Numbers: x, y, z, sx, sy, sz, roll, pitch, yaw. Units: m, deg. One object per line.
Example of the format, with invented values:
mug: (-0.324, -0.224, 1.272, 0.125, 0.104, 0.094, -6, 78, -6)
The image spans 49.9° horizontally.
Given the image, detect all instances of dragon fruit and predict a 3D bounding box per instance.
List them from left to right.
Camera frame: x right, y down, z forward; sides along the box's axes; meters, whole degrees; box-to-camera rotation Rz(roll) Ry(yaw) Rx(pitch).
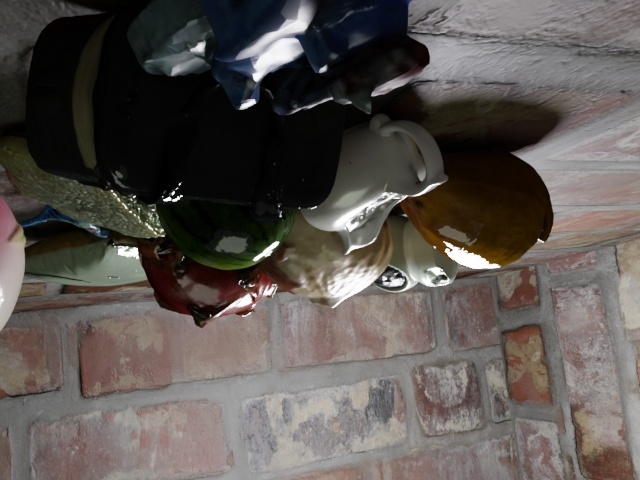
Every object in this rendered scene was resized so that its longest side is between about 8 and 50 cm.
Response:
dragon fruit: (-0.214, 0.040, 1.315, 0.250, 0.250, 0.315, -10, 177, 20)

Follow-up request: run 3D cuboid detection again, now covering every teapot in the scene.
teapot: (0.070, -0.082, 0.963, 0.204, 0.139, 0.298, -22, 168, -22)

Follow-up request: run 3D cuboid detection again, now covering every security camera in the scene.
security camera: (0.190, 0.021, 1.623, 0.236, 0.195, 0.194, -6, 172, 28)

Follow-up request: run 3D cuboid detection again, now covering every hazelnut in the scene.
hazelnut: (0.000, 0.000, 1.210, 0.261, 0.241, 0.261, -6, 177, 0)

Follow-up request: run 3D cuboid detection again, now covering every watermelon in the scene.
watermelon: (-0.137, -0.064, 0.955, 0.188, 0.215, 0.188, -39, 177, -3)

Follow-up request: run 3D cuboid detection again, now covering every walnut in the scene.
walnut: (0.251, -0.059, 1.164, 0.336, 0.209, 0.209, 10, 162, -36)

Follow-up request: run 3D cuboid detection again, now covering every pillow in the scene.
pillow: (-0.450, 0.034, 1.456, 0.312, 0.119, 0.310, -11, 172, 28)

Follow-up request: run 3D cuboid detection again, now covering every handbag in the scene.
handbag: (-0.106, -0.116, 0.600, 0.254, 0.181, 0.181, 5, -175, -44)

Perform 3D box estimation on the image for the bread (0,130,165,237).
bread: (-0.330, -0.070, 0.932, 0.207, 0.056, 0.286, 11, 162, 15)

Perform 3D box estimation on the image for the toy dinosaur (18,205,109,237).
toy dinosaur: (-0.380, -0.055, 1.131, 0.329, 0.076, 0.144, -16, 159, 33)

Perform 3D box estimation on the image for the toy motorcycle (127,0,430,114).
toy motorcycle: (0.019, -0.199, 0.397, 0.182, 0.241, 0.319, 42, 151, -19)

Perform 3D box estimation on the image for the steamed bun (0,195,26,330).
steamed bun: (-0.520, 0.001, 0.867, 0.309, 0.309, 0.309, -6, 170, -1)
